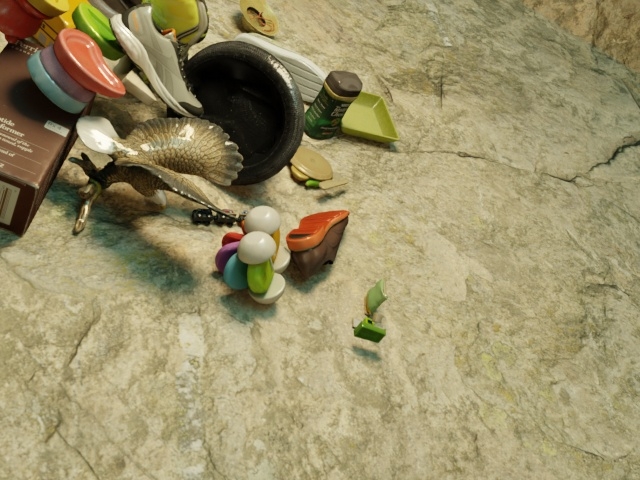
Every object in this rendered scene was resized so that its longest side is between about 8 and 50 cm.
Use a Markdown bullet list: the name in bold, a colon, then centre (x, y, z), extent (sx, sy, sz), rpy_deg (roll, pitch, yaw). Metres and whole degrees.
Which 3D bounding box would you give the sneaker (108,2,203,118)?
- **sneaker**: centre (-0.318, -0.365, 1.589), extent (0.271, 0.108, 0.100), rpy_deg (55, 4, -36)

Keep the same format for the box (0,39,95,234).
- **box**: centre (-0.567, -0.208, 1.448), extent (0.191, 0.143, 0.381), rpy_deg (23, 39, -15)

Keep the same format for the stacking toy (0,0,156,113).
- **stacking toy**: centre (-0.490, -0.359, 1.502), extent (0.309, 0.130, 0.279), rpy_deg (59, 15, 18)

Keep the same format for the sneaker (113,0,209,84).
- **sneaker**: centre (-0.352, -0.447, 1.665), extent (0.147, 0.385, 0.145), rpy_deg (-33, 81, -29)

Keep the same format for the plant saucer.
- **plant saucer**: centre (0.110, -0.343, 2.128), extent (0.188, 0.045, 0.188), rpy_deg (9, 46, -28)

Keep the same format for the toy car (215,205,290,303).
- **toy car**: centre (-0.140, 0.029, 1.526), extent (0.136, 0.159, 0.182), rpy_deg (-2, 42, 9)

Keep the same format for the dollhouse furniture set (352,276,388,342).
- **dollhouse furniture set**: centre (0.100, 0.143, 1.613), extent (0.058, 0.076, 0.152), rpy_deg (21, 42, -18)

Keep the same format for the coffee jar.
- **coffee jar**: centre (0.029, -0.350, 1.968), extent (0.096, 0.184, 0.079), rpy_deg (-8, 55, -39)

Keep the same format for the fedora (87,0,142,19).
- **fedora**: centre (-0.489, -0.583, 1.883), extent (0.243, 0.124, 0.275), rpy_deg (-15, 69, -41)

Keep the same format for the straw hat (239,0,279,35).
- **straw hat**: centre (-0.191, -0.627, 2.187), extent (0.144, 0.061, 0.145), rpy_deg (24, 51, -33)

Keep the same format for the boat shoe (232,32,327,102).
- **boat shoe**: centre (-0.093, -0.481, 2.077), extent (0.302, 0.109, 0.094), rpy_deg (31, 38, 0)

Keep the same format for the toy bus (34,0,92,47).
- **toy bus**: centre (-0.655, -0.566, 1.746), extent (0.332, 0.130, 0.108), rpy_deg (42, 41, 8)

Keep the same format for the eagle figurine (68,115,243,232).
- **eagle figurine**: centre (-0.313, -0.133, 1.489), extent (0.225, 0.298, 0.226), rpy_deg (25, 59, -79)

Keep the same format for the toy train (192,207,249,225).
- **toy train**: centre (-0.200, -0.050, 1.636), extent (0.158, 0.027, 0.036), rpy_deg (3, 38, -32)

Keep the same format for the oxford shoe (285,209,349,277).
- **oxford shoe**: centre (0.000, 0.000, 1.696), extent (0.271, 0.096, 0.098), rpy_deg (-39, 121, -60)

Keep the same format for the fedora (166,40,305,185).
- **fedora**: centre (-0.176, -0.281, 1.743), extent (0.334, 0.334, 0.152), rpy_deg (43, 10, 10)

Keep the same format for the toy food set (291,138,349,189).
- **toy food set**: centre (-0.030, -0.181, 1.882), extent (0.192, 0.038, 0.132), rpy_deg (45, 33, 20)
